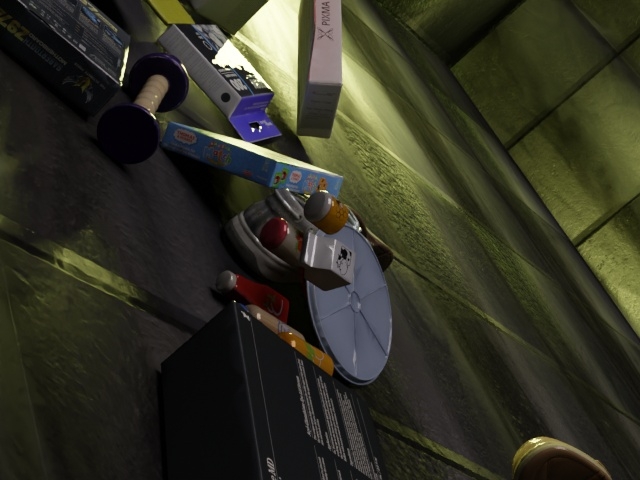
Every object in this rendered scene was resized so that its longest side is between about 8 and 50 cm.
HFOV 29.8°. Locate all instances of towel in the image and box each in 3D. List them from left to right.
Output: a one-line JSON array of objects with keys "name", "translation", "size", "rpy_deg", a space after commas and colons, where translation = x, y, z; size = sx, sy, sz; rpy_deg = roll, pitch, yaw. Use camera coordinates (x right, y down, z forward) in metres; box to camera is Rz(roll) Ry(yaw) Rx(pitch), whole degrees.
[{"name": "towel", "translation": [-0.297, -0.429, 1.917], "size": [0.237, 0.021, 0.102], "rpy_deg": [51, 22, 5]}]

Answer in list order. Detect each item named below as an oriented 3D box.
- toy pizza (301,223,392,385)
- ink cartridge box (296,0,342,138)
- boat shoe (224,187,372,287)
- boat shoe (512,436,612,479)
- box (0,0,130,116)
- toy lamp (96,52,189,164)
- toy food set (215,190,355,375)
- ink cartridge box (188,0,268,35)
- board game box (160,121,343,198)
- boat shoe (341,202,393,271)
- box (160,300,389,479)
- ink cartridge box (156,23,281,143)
[{"name": "toy pizza", "translation": [0.029, 0.076, 1.452], "size": [0.201, 0.032, 0.201], "rpy_deg": [33, 50, -52]}, {"name": "ink cartridge box", "translation": [0.003, -0.366, 2.021], "size": [0.066, 0.261, 0.296], "rpy_deg": [4, 53, -6]}, {"name": "boat shoe", "translation": [-0.002, -0.002, 1.538], "size": [0.118, 0.103, 0.320], "rpy_deg": [56, 18, 24]}, {"name": "boat shoe", "translation": [0.336, 0.344, 1.618], "size": [0.341, 0.122, 0.110], "rpy_deg": [48, 8, -42]}, {"name": "box", "translation": [-0.326, -0.262, 1.376], "size": [0.233, 0.059, 0.183], "rpy_deg": [40, 18, -23]}, {"name": "toy lamp", "translation": [-0.207, -0.168, 1.443], "size": [0.080, 0.080, 0.274], "rpy_deg": [44, 19, -14]}, {"name": "toy food set", "translation": [-0.042, 0.040, 1.294], "size": [0.104, 0.111, 0.232], "rpy_deg": [35, 52, -38]}, {"name": "ink cartridge box", "translation": [-0.139, -0.577, 2.136], "size": [0.130, 0.309, 0.272], "rpy_deg": [23, 31, -57]}, {"name": "board game box", "translation": [-0.083, -0.100, 1.545], "size": [0.160, 0.039, 0.211], "rpy_deg": [21, 5, 22]}, {"name": "boat shoe", "translation": [0.032, -0.012, 1.743], "size": [0.072, 0.068, 0.190], "rpy_deg": [46, 1, 41]}, {"name": "box", "translation": [-0.031, 0.200, 1.000], "size": [0.184, 0.103, 0.261], "rpy_deg": [43, 17, -29]}, {"name": "ink cartridge box", "translation": [-0.139, -0.245, 1.854], "size": [0.208, 0.045, 0.206], "rpy_deg": [50, 16, 1]}]
